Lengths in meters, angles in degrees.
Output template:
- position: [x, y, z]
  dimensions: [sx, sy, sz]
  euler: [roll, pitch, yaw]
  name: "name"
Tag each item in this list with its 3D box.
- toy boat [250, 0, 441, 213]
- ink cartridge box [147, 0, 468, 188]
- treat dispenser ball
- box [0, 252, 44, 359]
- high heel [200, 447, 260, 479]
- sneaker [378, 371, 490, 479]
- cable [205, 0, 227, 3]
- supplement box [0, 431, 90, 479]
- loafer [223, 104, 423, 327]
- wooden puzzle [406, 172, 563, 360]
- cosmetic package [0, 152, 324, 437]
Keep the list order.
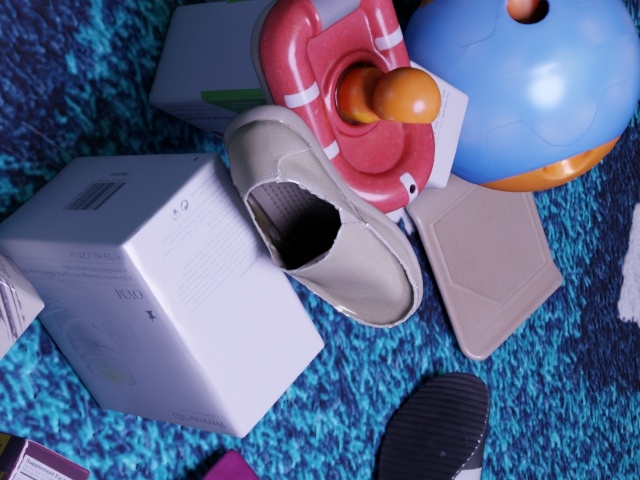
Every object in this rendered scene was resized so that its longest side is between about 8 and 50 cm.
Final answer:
- position: [0.047, -0.129, 1.138]
  dimensions: [0.151, 0.151, 0.231]
  euler: [-38, 124, -28]
  name: "toy boat"
- position: [-0.008, -0.148, 1.329]
  dimensions: [0.273, 0.198, 0.114]
  euler: [23, 77, -42]
  name: "ink cartridge box"
- position: [0.235, -0.201, 1.502]
  dimensions: [0.288, 0.288, 0.288]
  euler: [-2, 94, -44]
  name: "treat dispenser ball"
- position: [-0.368, 0.002, 1.031]
  dimensions: [0.094, 0.113, 0.275]
  euler: [-51, 129, -1]
  name: "box"
- position: [-0.208, 0.330, 1.257]
  dimensions: [0.377, 0.127, 0.181]
  euler: [-6, 62, -37]
  name: "high heel"
- position: [0.137, 0.328, 1.567]
  dimensions: [0.146, 0.122, 0.330]
  euler: [51, 56, -54]
  name: "sneaker"
- position: [-0.043, -0.348, 1.362]
  dimensions: [0.257, 0.089, 0.257]
  euler: [-26, 109, -41]
  name: "cable"
- position: [-0.301, 0.270, 1.129]
  dimensions: [0.081, 0.104, 0.188]
  euler: [39, 65, -37]
  name: "supplement box"
- position: [0.000, 0.000, 1.120]
  dimensions: [0.268, 0.102, 0.092]
  euler: [47, 31, -32]
  name: "loafer"
- position: [0.216, 0.005, 1.669]
  dimensions: [0.221, 0.044, 0.238]
  euler: [-38, 113, -36]
  name: "wooden puzzle"
- position: [-0.155, 0.049, 1.177]
  dimensions: [0.138, 0.224, 0.224]
  euler: [-48, 122, -32]
  name: "cosmetic package"
